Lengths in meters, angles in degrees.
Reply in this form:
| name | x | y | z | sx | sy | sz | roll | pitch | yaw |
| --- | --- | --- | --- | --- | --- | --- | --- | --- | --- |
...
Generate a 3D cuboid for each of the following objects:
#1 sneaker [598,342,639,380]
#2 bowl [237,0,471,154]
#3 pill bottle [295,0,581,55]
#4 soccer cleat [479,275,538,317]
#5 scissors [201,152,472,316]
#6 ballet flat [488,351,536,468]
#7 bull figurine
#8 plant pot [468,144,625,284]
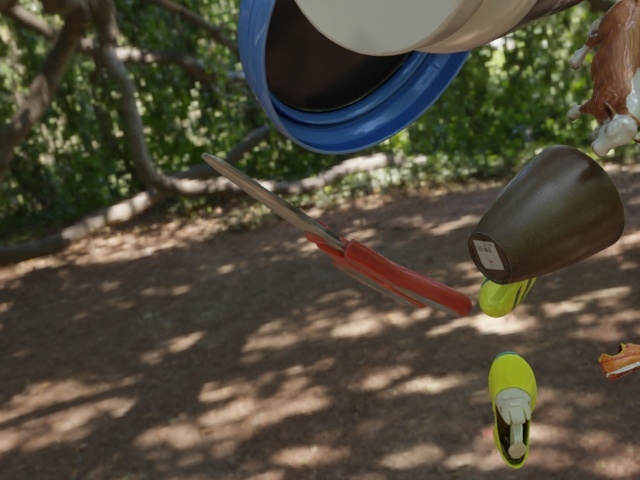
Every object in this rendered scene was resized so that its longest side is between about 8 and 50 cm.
| name | x | y | z | sx | sy | sz | roll | pitch | yaw |
| --- | --- | --- | --- | --- | --- | --- | --- | --- | --- |
| sneaker | 0.672 | 0.240 | 2.062 | 0.175 | 0.067 | 0.064 | -12 | -28 | -17 |
| bowl | 0.062 | -0.297 | 1.238 | 0.391 | 0.391 | 0.077 | -21 | 46 | -35 |
| pill bottle | 0.132 | -0.280 | 0.857 | 0.210 | 0.210 | 0.363 | -4 | 18 | 36 |
| soccer cleat | 0.414 | 0.033 | 1.937 | 0.289 | 0.093 | 0.121 | -45 | -10 | -20 |
| scissors | 0.000 | 0.000 | 0.712 | 0.297 | 0.021 | 0.109 | 28 | -7 | -39 |
| ballet flat | 0.317 | 0.286 | 1.595 | 0.077 | 0.231 | 0.077 | -5 | 38 | 5 |
| bull figurine | 0.514 | -0.274 | 1.717 | 0.101 | 0.310 | 0.188 | 17 | -14 | -14 |
| plant pot | 0.381 | -0.024 | 1.741 | 0.230 | 0.215 | 0.215 | -32 | 19 | -23 |
